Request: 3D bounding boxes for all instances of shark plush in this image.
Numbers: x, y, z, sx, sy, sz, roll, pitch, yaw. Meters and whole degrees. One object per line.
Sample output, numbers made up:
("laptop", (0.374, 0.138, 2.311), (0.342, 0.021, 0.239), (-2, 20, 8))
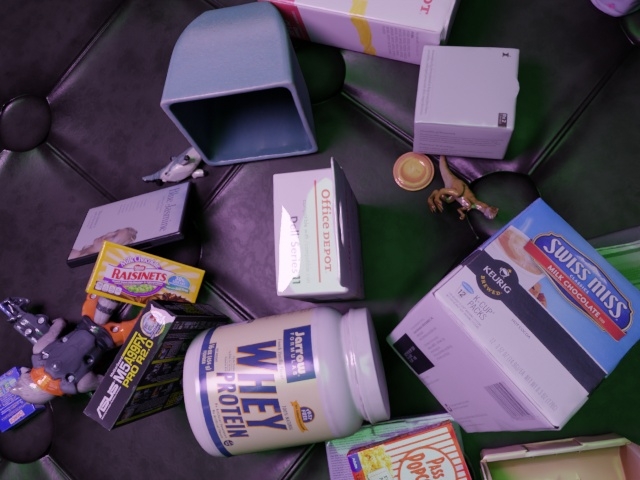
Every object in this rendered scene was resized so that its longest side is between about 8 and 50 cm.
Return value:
("shark plush", (-0.318, -0.161, 1.193), (0.161, 0.073, 0.067), (-29, 56, 25))

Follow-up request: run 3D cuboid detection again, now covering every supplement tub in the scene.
("supplement tub", (-0.054, 0.248, 0.971), (0.325, 0.235, 0.235), (-13, 79, 8))

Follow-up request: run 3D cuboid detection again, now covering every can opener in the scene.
("can opener", (0.573, 0.024, 0.981), (0.284, 0.076, 0.095), (-17, 78, 8))

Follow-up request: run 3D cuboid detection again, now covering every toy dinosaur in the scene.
("toy dinosaur", (0.267, -0.105, 1.074), (0.112, 0.064, 0.211), (-29, 65, -8))

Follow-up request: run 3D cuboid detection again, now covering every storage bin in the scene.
("storage bin", (0.427, 0.483, 0.908), (0.263, 0.123, 0.260), (-11, 80, 8))

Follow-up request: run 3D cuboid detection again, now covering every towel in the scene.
("towel", (0.535, 0.076, 0.970), (0.113, 0.023, 0.151), (-11, 115, 9))

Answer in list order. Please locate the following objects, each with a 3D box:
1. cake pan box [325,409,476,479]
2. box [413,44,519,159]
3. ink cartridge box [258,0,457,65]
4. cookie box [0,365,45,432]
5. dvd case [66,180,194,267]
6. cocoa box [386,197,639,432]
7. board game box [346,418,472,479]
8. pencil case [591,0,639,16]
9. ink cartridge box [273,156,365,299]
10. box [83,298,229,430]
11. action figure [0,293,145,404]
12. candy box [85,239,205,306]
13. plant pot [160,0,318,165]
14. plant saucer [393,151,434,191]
("cake pan box", (0.153, 0.453, 0.990), (0.267, 0.070, 0.245), (-12, 81, 8))
("box", (0.279, -0.267, 1.040), (0.182, 0.119, 0.180), (7, 71, 11))
("ink cartridge box", (0.104, -0.548, 1.110), (0.385, 0.160, 0.279), (17, 84, 13))
("cookie box", (-0.662, 0.342, 1.161), (0.092, 0.040, 0.107), (-33, 77, 3))
("dvd case", (-0.395, -0.037, 1.132), (0.253, 0.022, 0.180), (-14, 40, 7))
("cocoa box", (0.286, 0.139, 0.853), (0.228, 0.347, 0.231), (-38, 76, -16))
("board game box", (0.161, 0.415, 0.937), (0.194, 0.045, 0.146), (-20, 78, 5))
("pencil case", (0.592, -0.516, 0.967), (0.114, 0.273, 0.124), (36, 93, 7))
("ink cartridge box", (0.000, 0.000, 0.941), (0.119, 0.353, 0.207), (-4, 80, 9))
("box", (-0.288, 0.220, 0.999), (0.060, 0.270, 0.216), (30, 88, 12))
("action figure", (-0.504, 0.172, 1.084), (0.341, 0.178, 0.330), (32, 69, 0))
("candy box", (-0.341, 0.079, 1.063), (0.206, 0.027, 0.105), (20, 79, -28))
("plant pot", (-0.152, -0.330, 1.086), (0.248, 0.247, 0.252), (-6, 69, 9))
("plant saucer", (0.191, -0.143, 1.105), (0.084, 0.013, 0.083), (-1, 81, 9))
